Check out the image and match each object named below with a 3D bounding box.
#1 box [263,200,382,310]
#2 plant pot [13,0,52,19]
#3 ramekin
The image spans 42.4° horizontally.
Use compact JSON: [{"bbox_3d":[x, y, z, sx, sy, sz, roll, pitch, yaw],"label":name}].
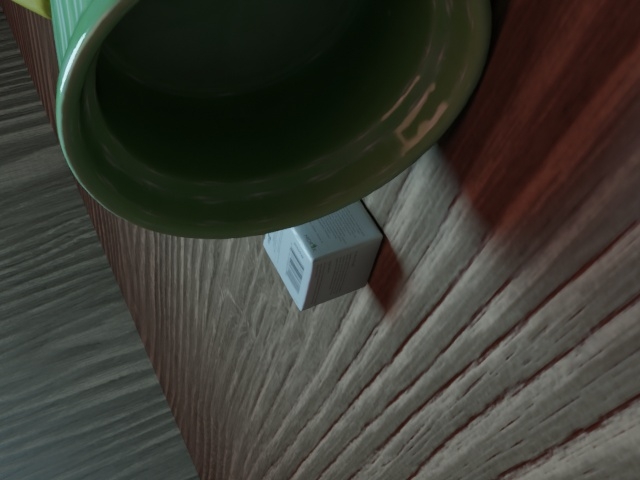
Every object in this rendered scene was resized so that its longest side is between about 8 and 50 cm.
[{"bbox_3d":[0.000,0.000,0.888,0.102,0.087,0.101,60,156,27],"label":"box"},{"bbox_3d":[-0.144,-0.286,0.733,0.239,0.254,0.254,29,156,-5],"label":"plant pot"},{"bbox_3d":[-0.046,-0.149,0.597,0.303,0.304,0.148,103,150,-54],"label":"ramekin"}]
